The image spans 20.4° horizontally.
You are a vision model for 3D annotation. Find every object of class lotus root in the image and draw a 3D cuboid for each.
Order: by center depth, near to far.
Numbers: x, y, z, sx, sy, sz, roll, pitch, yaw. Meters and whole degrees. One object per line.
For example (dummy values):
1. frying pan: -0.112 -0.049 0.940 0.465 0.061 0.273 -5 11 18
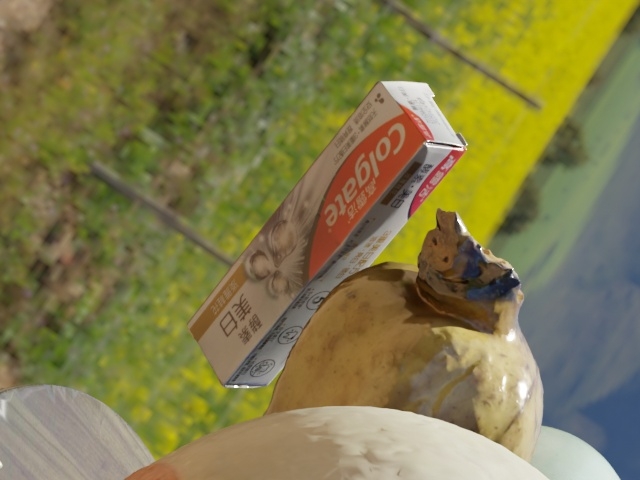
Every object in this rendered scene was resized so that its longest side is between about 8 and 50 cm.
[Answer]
1. lotus root: 0.033 0.105 0.975 0.257 0.140 0.154 -52 -145 14

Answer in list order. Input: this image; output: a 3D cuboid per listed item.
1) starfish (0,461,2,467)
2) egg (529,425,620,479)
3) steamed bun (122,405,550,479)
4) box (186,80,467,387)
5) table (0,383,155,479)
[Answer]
1. starfish: -0.294 0.171 1.054 0.217 0.223 0.050 -22 132 0
2. egg: 0.088 0.278 1.174 0.371 0.230 0.230 -56 176 -29
3. steamed bun: -0.034 0.176 0.557 0.283 0.177 0.283 -52 -162 25
4. box: 0.000 0.000 1.056 0.039 0.055 0.218 3 137 -46
5. table: -0.285 0.260 1.227 0.317 0.249 0.317 -2 90 -71
